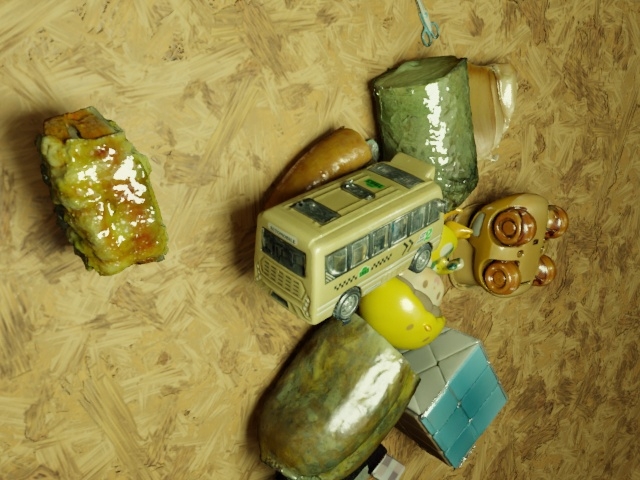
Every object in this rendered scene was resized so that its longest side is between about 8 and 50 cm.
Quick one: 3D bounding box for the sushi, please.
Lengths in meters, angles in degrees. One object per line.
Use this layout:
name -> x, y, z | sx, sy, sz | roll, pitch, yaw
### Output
sushi -> -0.317, -0.057, 0.831 | 0.140, 0.184, 0.274 | -21, 119, -25

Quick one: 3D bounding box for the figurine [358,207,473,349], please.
figurine -> 0.224, 0.081, 1.268 | 0.215, 0.187, 0.343 | 44, 68, -26

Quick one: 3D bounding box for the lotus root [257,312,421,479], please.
lotus root -> 0.027, 0.334, 1.156 | 0.346, 0.251, 0.250 | -50, 126, -16

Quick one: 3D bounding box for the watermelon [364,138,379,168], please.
watermelon -> 0.108, -0.167, 1.182 | 0.085, 0.061, 0.085 | -17, 122, -30

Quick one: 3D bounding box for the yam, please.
yam -> 0.219, -0.212, 1.166 | 0.195, 0.195, 0.299 | -26, 116, -28

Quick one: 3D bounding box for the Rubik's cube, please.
Rubik's cube -> 0.268, 0.350, 1.343 | 0.231, 0.221, 0.224 | -46, 124, -17

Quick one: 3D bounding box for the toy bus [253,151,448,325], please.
toy bus -> 0.066, -0.013, 1.013 | 0.366, 0.177, 0.201 | -27, 133, -38

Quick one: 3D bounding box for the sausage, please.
sausage -> -0.017, -0.104, 1.080 | 0.270, 0.109, 0.109 | -50, 126, -15

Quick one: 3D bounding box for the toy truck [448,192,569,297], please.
toy truck -> 0.455, 0.016, 1.395 | 0.205, 0.212, 0.287 | -8, 111, -35

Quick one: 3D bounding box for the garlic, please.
garlic -> 0.344, -0.293, 1.296 | 0.218, 0.110, 0.227 | -1, 93, -24

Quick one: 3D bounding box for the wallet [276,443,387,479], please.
wallet -> 0.039, 0.528, 1.327 | 0.221, 0.071, 0.262 | -49, 132, -16

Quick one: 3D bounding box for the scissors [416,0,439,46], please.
scissors -> 0.223, -0.477, 1.210 | 0.058, 0.014, 0.119 | -47, 128, -21

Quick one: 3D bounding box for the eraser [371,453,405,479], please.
eraser -> 0.171, 0.590, 1.463 | 0.065, 0.026, 0.105 | -52, 126, -9
